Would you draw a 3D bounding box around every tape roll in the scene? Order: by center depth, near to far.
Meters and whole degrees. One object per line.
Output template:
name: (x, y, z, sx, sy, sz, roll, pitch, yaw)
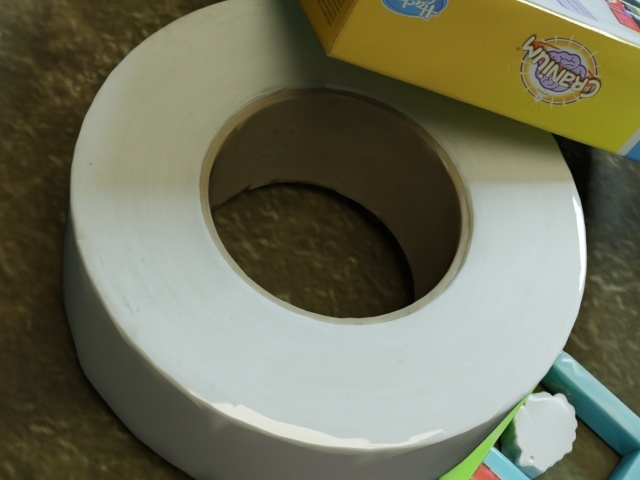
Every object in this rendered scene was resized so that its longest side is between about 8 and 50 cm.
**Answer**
tape roll: (0.000, 0.000, 0.711, 0.286, 0.100, 0.286, 6, 59, -10)

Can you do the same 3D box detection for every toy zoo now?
toy zoo: (0.147, 0.185, 0.746, 0.293, 0.030, 0.192, 43, 60, 2)

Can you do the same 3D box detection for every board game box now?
board game box: (0.121, -0.150, 0.763, 0.316, 0.064, 0.242, 15, 32, -27)
